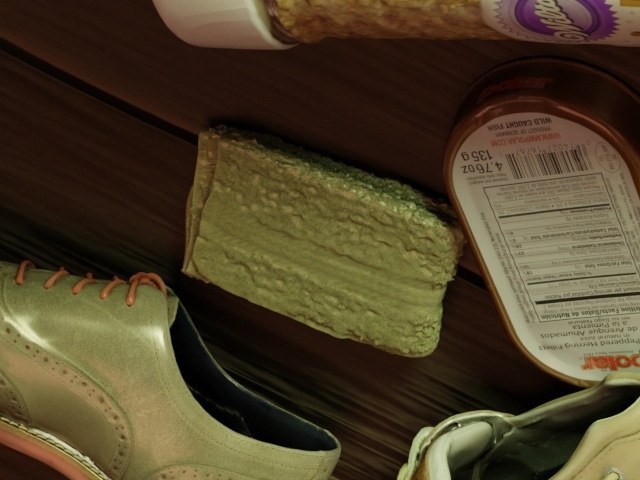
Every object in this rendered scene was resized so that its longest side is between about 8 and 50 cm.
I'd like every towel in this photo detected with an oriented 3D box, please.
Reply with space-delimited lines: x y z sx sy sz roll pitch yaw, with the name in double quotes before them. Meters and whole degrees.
"towel" 0.000 0.000 1.028 0.148 0.027 0.110 20 134 7

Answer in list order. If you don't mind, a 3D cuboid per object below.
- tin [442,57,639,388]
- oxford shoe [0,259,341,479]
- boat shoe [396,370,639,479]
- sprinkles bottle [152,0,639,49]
"tin" 0.124 -0.003 0.968 0.106 0.040 0.190 -4 128 31
"oxford shoe" -0.143 0.049 1.097 0.348 0.123 0.130 38 107 -11
"boat shoe" 0.088 0.141 1.055 0.302 0.113 0.103 -26 119 34
"sprinkles bottle" 0.107 -0.136 0.795 0.355 0.121 0.121 3 130 20
